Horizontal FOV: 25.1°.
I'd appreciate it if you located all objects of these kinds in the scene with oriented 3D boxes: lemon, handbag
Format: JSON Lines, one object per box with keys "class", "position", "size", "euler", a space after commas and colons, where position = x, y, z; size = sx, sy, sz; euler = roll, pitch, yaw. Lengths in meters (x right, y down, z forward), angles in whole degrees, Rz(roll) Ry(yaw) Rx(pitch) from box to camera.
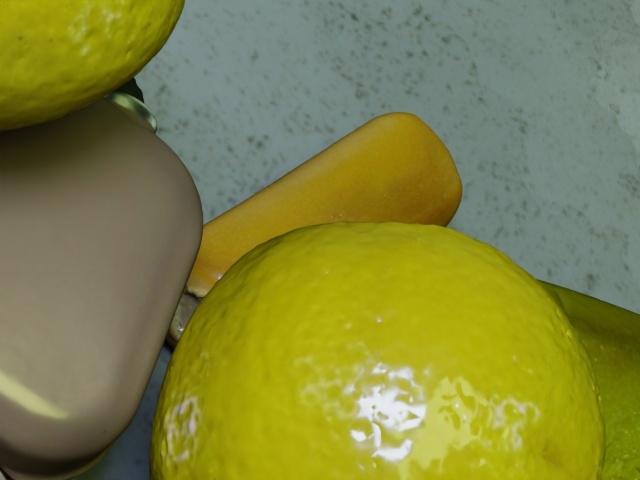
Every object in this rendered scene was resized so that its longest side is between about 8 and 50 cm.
{"class": "lemon", "position": [-0.161, -0.133, 0.662], "size": [0.207, 0.170, 0.170], "euler": [-14, 76, -28]}
{"class": "handbag", "position": [-0.206, -0.035, 0.779], "size": [0.301, 0.149, 0.283], "euler": [33, 57, -11]}
{"class": "lemon", "position": [0.026, 0.126, 0.748], "size": [0.240, 0.240, 0.219], "euler": [25, 53, -19]}

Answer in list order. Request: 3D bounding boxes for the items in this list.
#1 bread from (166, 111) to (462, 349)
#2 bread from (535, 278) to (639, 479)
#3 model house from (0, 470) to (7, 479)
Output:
{"class": "bread", "position": [0.000, 0.000, 0.922], "size": [0.239, 0.074, 0.093], "euler": [-35, 117, -36]}
{"class": "bread", "position": [0.218, 0.125, 0.976], "size": [0.383, 0.112, 0.166], "euler": [19, 59, -23]}
{"class": "model house", "position": [-0.242, 0.174, 0.638], "size": [0.154, 0.293, 0.207], "euler": [-38, 131, -74]}
